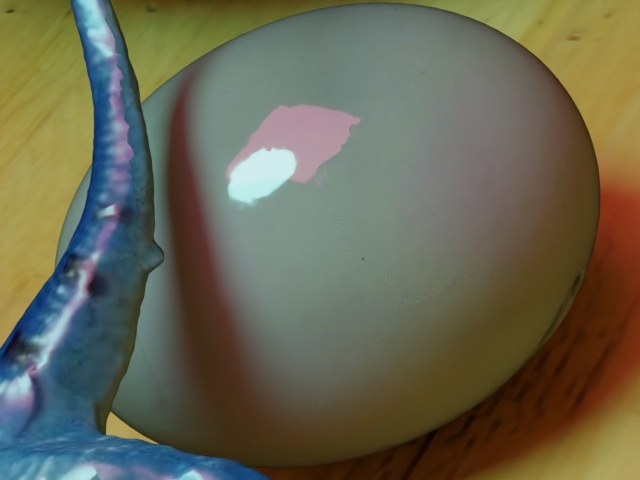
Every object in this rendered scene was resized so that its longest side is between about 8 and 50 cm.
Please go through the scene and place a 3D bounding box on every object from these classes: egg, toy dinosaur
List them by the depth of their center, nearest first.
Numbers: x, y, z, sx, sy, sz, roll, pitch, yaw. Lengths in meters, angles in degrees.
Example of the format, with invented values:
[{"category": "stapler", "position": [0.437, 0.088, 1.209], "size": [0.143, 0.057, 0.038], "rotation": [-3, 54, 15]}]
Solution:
[{"category": "toy dinosaur", "position": [-0.058, 0.103, 0.385], "size": [0.144, 0.076, 0.329], "rotation": [21, 89, 26]}, {"category": "egg", "position": [0.000, 0.000, 0.460], "size": [0.135, 0.103, 0.103], "rotation": [-25, 38, 16]}]
